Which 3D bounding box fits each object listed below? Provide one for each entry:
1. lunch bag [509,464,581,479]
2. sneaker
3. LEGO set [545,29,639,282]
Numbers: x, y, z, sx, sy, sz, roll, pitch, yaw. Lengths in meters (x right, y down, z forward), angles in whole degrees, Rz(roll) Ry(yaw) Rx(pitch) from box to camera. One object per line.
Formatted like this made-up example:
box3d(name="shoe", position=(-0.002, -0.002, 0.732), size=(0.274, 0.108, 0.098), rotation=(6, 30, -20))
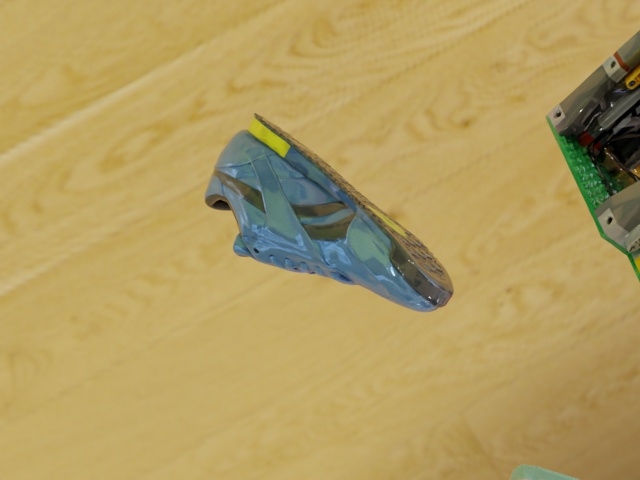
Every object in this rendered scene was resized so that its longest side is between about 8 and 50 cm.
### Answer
box3d(name="lunch bag", position=(0.142, 0.305, 0.859), size=(0.160, 0.223, 0.262), rotation=(14, 135, 3))
box3d(name="sneaker", position=(0.000, 0.000, 0.915), size=(0.082, 0.209, 0.069), rotation=(-53, 142, 4))
box3d(name="LEGO set", position=(0.261, -0.003, 0.621), size=(0.255, 0.331, 0.192), rotation=(36, 116, -23))
